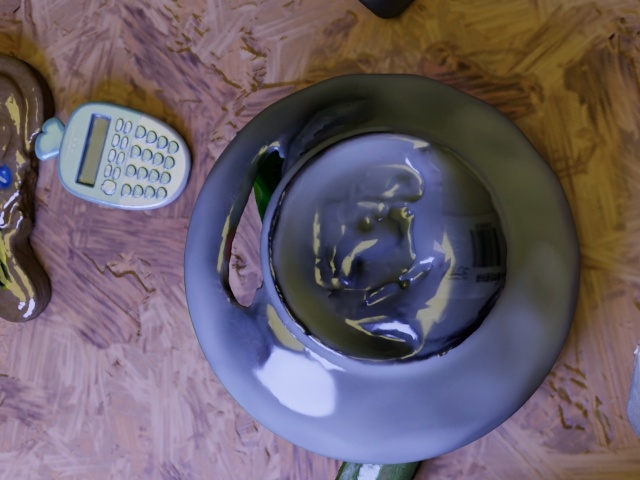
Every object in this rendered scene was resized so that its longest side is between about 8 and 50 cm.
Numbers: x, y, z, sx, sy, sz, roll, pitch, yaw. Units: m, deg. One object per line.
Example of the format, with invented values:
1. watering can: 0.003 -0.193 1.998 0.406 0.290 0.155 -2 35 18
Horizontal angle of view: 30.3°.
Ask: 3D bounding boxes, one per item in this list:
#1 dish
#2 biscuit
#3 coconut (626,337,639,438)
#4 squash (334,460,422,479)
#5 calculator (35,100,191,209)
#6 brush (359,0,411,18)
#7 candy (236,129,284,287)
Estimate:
1. dish: 0.049 0.010 0.911 0.324 0.124 0.324 0 81 0
2. biscuit: -0.339 -0.073 1.164 0.183 0.047 0.320 -12 87 23
3. coconut: 0.288 0.112 0.884 0.122 0.116 0.116 -28 81 15
4. squash: 0.054 0.186 1.002 0.066 0.066 0.229 28 102 19
5. calculator: -0.194 -0.080 1.107 0.153 0.021 0.095 15 94 11
6. brush: 0.072 -0.298 0.992 0.123 0.059 0.197 43 103 16
7. candy: -0.003 0.000 1.016 0.141 0.078 0.203 -4 93 19
